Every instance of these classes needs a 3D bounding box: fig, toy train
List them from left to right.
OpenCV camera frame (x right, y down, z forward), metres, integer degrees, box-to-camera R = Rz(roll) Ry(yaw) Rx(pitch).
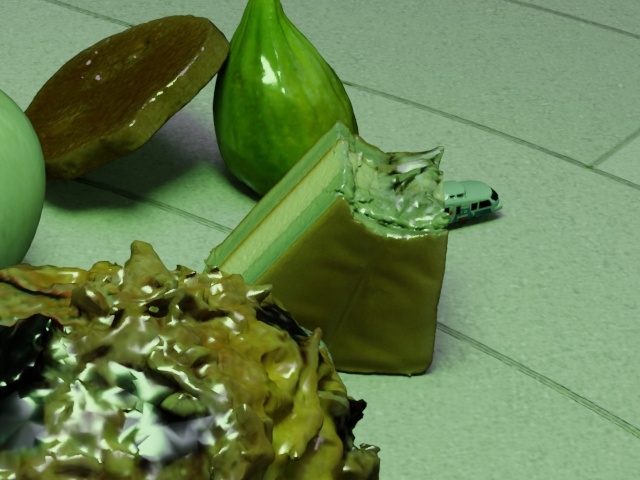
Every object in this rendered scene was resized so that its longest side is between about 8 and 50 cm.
[{"bbox_3d":[-0.055,-0.148,1.657,0.167,0.233,0.167,-34,16,11],"label":"fig"},{"bbox_3d":[0.107,-0.032,1.626,0.207,0.047,0.043,-14,38,-25],"label":"toy train"}]

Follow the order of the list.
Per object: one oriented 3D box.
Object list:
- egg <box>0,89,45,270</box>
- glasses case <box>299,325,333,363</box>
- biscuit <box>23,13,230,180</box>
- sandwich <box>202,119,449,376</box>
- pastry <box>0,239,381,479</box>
[{"bbox_3d":[-0.394,-0.030,1.355,0.258,0.258,0.352,15,24,15],"label":"egg"},{"bbox_3d":[-0.164,0.121,1.306,0.354,0.085,0.137,1,33,-7],"label":"glasses case"},{"bbox_3d":[-0.227,-0.156,1.648,0.273,0.049,0.257,-2,42,46],"label":"biscuit"},{"bbox_3d":[0.000,0.000,1.415,0.227,0.198,0.155,3,32,-3],"label":"sandwich"},{"bbox_3d":[-0.181,0.168,1.021,0.405,0.292,0.337,0,35,21],"label":"pastry"}]
